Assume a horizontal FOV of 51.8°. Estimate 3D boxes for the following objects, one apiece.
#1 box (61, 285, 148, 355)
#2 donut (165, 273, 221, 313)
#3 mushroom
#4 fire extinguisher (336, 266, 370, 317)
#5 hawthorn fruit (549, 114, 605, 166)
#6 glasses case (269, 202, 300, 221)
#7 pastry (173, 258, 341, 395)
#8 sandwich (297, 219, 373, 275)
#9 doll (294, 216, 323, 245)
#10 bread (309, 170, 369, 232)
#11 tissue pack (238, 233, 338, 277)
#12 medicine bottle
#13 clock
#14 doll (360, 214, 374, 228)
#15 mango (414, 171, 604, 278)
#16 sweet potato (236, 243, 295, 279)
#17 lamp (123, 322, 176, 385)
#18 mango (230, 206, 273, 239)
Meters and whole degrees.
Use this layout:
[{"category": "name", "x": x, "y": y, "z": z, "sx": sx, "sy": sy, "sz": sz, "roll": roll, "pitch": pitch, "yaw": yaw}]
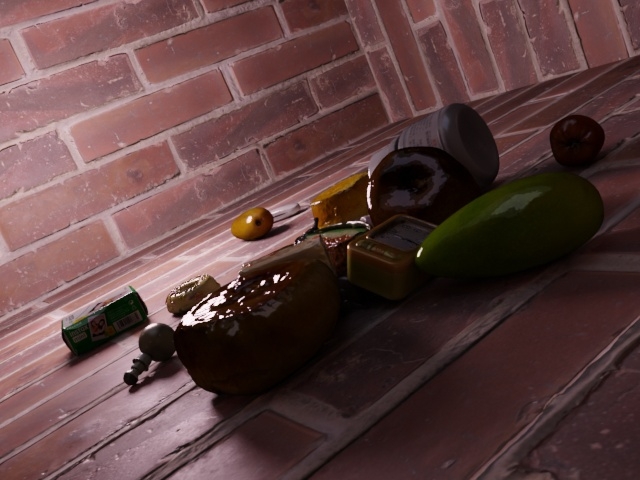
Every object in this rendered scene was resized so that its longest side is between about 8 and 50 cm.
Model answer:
[{"category": "box", "x": -0.655, "y": 0.239, "z": 1.998, "sx": 0.250, "sy": 0.103, "sz": 0.180, "roll": -27, "pitch": 13, "yaw": -19}, {"category": "donut", "x": -0.376, "y": 0.154, "z": 1.933, "sx": 0.174, "sy": 0.068, "sz": 0.174, "roll": -21, "pitch": 14, "yaw": 5}, {"category": "mushroom", "x": 0.245, "y": -0.074, "z": 1.522, "sx": 0.267, "sy": 0.255, "sz": 0.267, "roll": -26, "pitch": 31, "yaw": 17}, {"category": "fire extinguisher", "x": 0.082, "y": 0.086, "z": 1.374, "sx": 0.106, "sy": 0.075, "sz": 0.252, "roll": -24, "pitch": 9, "yaw": 39}, {"category": "hawthorn fruit", "x": 0.652, "y": -0.256, "z": 1.670, "sx": 0.132, "sy": 0.133, "sz": 0.138, "roll": -15, "pitch": 6, "yaw": 31}, {"category": "glasses case", "x": -0.172, "y": -0.108, "z": 2.681, "sx": 0.197, "sy": 0.049, "sz": 0.076, "roll": -18, "pitch": 14, "yaw": 24}, {"category": "pastry", "x": -0.113, "y": 0.157, "z": 1.243, "sx": 0.355, "sy": 0.164, "sz": 0.356, "roll": -24, "pitch": 11, "yaw": 5}, {"category": "sandwich", "x": 0.034, "y": 0.040, "z": 1.610, "sx": 0.292, "sy": 0.109, "sz": 0.212, "roll": -15, "pitch": 21, "yaw": 42}, {"category": "doll", "x": 0.000, "y": 0.000, "z": 1.864, "sx": 0.139, "sy": 0.057, "sz": 0.165, "roll": 15, "pitch": 40, "yaw": 26}, {"category": "bread", "x": 0.087, "y": -0.108, "z": 2.023, "sx": 0.268, "sy": 0.146, "sz": 0.268, "roll": -26, "pitch": 9, "yaw": 5}, {"category": "tissue pack", "x": -0.061, "y": 0.089, "z": 1.463, "sx": 0.196, "sy": 0.148, "sz": 0.092, "roll": -22, "pitch": 15, "yaw": 5}, {"category": "medicine bottle", "x": 0.310, "y": -0.215, "z": 1.834, "sx": 0.306, "sy": 0.245, "sz": 0.245, "roll": -24, "pitch": 9, "yaw": 40}, {"category": "clock", "x": 0.159, "y": 0.028, "z": 1.336, "sx": 0.143, "sy": 0.096, "sz": 0.202, "roll": 19, "pitch": 32, "yaw": 35}, {"category": "doll", "x": 0.142, "y": -0.029, "z": 1.783, "sx": 0.084, "sy": 0.073, "sz": 0.127, "roll": 27, "pitch": 41, "yaw": 32}, {"category": "mango", "x": 0.333, "y": -0.015, "z": 1.189, "sx": 0.343, "sy": 0.156, "sz": 0.192, "roll": -24, "pitch": 2, "yaw": 17}, {"category": "sweet potato", "x": -0.149, "y": 0.073, "z": 1.890, "sx": 0.233, "sy": 0.062, "sz": 0.081, "roll": -26, "pitch": 13, "yaw": 1}, {"category": "lamp", "x": -0.396, "y": 0.265, "z": 1.512, "sx": 0.091, "sy": 0.091, "sz": 0.163, "roll": -12, "pitch": 33, "yaw": 41}, {"category": "mango", "x": -0.261, "y": -0.061, "z": 2.517, "sx": 0.138, "sy": 0.113, "sz": 0.253, "roll": -36, "pitch": 10, "yaw": -31}]
